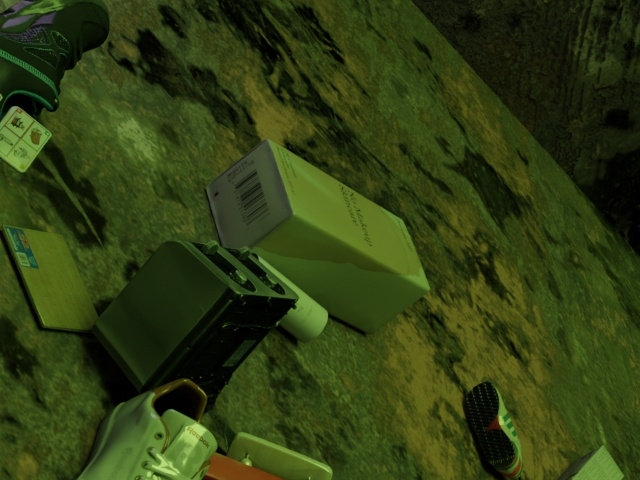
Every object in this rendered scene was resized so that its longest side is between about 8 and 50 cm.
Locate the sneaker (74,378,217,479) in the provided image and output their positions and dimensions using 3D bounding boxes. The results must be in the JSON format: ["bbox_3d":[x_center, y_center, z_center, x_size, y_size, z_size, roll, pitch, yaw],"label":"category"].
[{"bbox_3d":[-0.168,0.230,1.498,0.106,0.123,0.290,45,25,-24],"label":"sneaker"}]

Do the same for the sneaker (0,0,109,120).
[{"bbox_3d":[-0.345,-0.201,1.806,0.140,0.125,0.341,62,31,-2],"label":"sneaker"}]

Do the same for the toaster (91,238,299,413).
[{"bbox_3d":[-0.136,0.089,1.696,0.110,0.186,0.168,46,14,20],"label":"toaster"}]

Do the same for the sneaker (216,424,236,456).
[{"bbox_3d":[-0.054,0.275,1.745,0.170,0.051,0.089,31,36,-37],"label":"sneaker"}]

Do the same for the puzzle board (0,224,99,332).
[{"bbox_3d":[-0.288,0.043,1.678,0.096,0.011,0.128,12,46,-57],"label":"puzzle board"}]

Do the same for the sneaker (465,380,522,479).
[{"bbox_3d":[0.265,0.290,2.362,0.075,0.057,0.161,55,14,-45],"label":"sneaker"}]

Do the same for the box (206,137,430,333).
[{"bbox_3d":[0.000,0.000,2.158,0.311,0.121,0.148,28,33,-46],"label":"box"}]

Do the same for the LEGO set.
[{"bbox_3d":[-0.396,-0.084,1.572,0.182,0.060,0.244,38,39,-14],"label":"LEGO set"}]

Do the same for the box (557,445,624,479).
[{"bbox_3d":[0.398,0.395,2.440,0.067,0.063,0.324,57,23,6],"label":"box"}]

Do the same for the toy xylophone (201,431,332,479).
[{"bbox_3d":[-0.040,0.330,1.562,0.236,0.081,0.323,19,28,-12],"label":"toy xylophone"}]

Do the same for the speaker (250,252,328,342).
[{"bbox_3d":[-0.053,0.075,2.033,0.136,0.055,0.055,39,26,-30],"label":"speaker"}]
